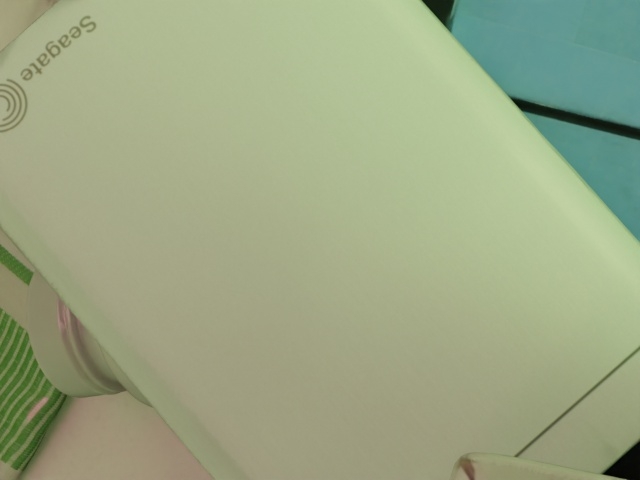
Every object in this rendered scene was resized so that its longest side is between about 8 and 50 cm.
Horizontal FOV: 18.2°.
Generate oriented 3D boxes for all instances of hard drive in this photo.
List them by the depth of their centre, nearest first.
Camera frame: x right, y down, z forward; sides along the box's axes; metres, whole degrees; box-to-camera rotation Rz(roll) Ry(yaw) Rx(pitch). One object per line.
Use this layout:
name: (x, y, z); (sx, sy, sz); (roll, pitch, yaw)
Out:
hard drive: (0.000, 0.000, 0.990); (0.233, 0.047, 0.353); (-41, 82, 0)

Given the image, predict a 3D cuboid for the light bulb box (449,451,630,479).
light bulb box: (0.189, 0.297, 0.824); (0.225, 0.361, 0.358); (10, 82, 32)

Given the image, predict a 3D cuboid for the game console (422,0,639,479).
game console: (0.140, -0.052, 1.031); (0.387, 0.060, 0.342); (14, 88, 6)

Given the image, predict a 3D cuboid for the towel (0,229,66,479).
towel: (-0.300, 0.116, 1.333); (0.248, 0.038, 0.325); (37, 96, 30)

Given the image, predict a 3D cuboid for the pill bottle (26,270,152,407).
pill bottle: (-0.056, 0.034, 1.169); (0.221, 0.124, 0.124); (-12, 71, 27)
